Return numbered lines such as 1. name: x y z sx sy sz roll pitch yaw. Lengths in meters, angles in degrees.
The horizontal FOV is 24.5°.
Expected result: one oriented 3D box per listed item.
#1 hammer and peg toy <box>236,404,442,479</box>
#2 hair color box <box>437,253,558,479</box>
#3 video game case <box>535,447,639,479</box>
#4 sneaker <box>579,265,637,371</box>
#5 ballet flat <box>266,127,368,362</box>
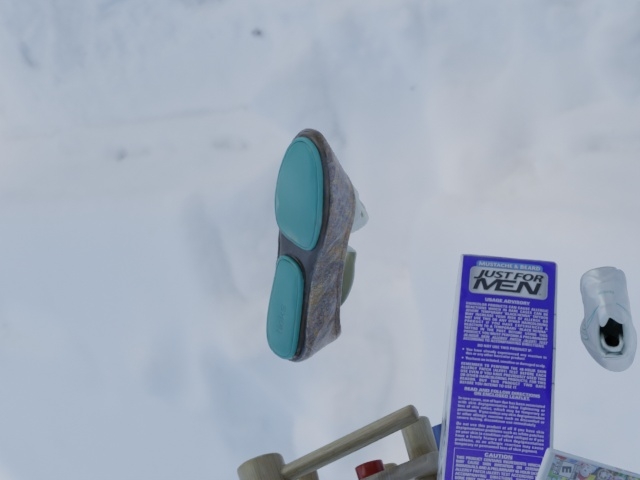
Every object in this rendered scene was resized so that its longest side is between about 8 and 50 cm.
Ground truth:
1. hammer and peg toy: 0.087 0.307 1.807 0.266 0.361 0.127 -27 68 31
2. hair color box: 0.169 0.200 1.445 0.110 0.339 0.185 6 139 6
3. video game case: 0.186 0.187 0.931 0.122 0.087 0.011 17 -170 -7
4. sneaker: 0.273 0.090 1.399 0.053 0.061 0.152 -10 142 11
5. ballet flat: 0.000 0.000 1.770 0.107 0.106 0.316 42 134 39
